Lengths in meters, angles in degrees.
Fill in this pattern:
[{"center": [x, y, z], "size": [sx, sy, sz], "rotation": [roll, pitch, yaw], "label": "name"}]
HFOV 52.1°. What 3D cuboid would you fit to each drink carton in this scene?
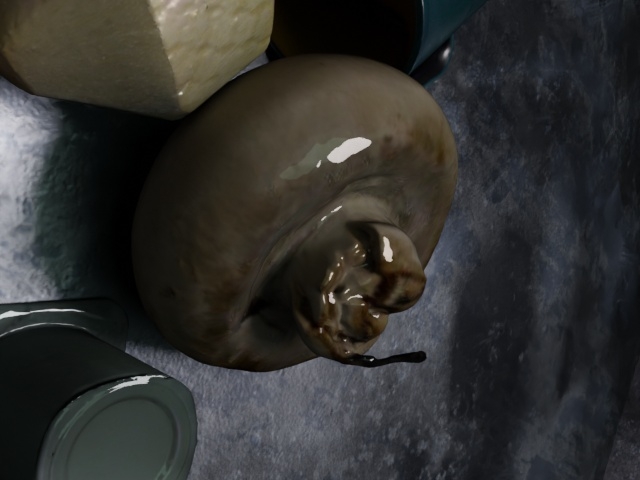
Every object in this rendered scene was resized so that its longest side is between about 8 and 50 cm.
[{"center": [-0.224, 0.168, 0.584], "size": [0.191, 0.189, 0.185], "rotation": [4, 100, -45], "label": "drink carton"}]

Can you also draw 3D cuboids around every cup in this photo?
[{"center": [0.103, -0.315, 0.780], "size": [0.292, 0.242, 0.308], "rotation": [-46, 116, -32], "label": "cup"}]

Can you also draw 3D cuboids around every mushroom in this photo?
[{"center": [0.000, 0.000, 0.661], "size": [0.362, 0.294, 0.362], "rotation": [-26, 144, -21], "label": "mushroom"}]

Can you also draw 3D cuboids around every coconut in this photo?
[{"center": [-0.166, -0.213, 0.528], "size": [0.259, 0.259, 0.259], "rotation": [-10, 104, -44], "label": "coconut"}]
